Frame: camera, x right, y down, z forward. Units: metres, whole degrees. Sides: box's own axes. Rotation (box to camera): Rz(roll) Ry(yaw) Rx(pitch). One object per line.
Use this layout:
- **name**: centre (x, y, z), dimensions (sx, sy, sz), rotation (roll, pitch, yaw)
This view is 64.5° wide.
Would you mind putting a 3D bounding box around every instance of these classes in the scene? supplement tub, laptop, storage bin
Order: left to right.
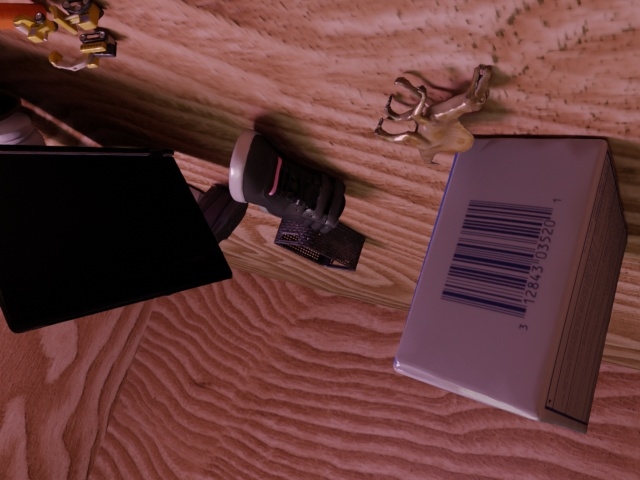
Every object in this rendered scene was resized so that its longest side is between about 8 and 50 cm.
- **supplement tub**: centre (-0.640, -0.152, 1.061), dimensions (0.144, 0.144, 0.199), rotation (15, 130, 18)
- **laptop**: centre (-0.429, -0.040, 0.853), dimensions (0.408, 0.236, 0.382), rotation (5, -171, 34)
- **storage bin**: centre (0.000, 0.000, 1.148), dimensions (0.122, 0.084, 0.180), rotation (6, 165, 47)

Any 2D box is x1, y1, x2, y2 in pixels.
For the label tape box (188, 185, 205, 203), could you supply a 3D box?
- **label tape box**: centre (-0.443, -0.111, 1.247), dimensions (0.249, 0.115, 0.348), rotation (7, 162, 45)

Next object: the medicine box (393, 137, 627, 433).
- **medicine box**: centre (0.241, 0.064, 0.590), dimensions (0.149, 0.263, 0.289), rotation (11, 167, 37)

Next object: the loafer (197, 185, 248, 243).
- **loafer**: centre (-0.261, -0.009, 1.044), dimensions (0.095, 0.302, 0.109), rotation (28, 137, 8)

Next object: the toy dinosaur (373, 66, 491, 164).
- **toy dinosaur**: centre (0.102, -0.106, 0.499), dimensions (0.093, 0.053, 0.183), rotation (23, 164, 2)

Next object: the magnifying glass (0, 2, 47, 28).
- **magnifying glass**: centre (-0.388, -0.215, 0.488), dimensions (0.231, 0.026, 0.092), rotation (-26, 178, -43)

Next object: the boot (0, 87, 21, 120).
- **boot**: centre (-0.667, -0.229, 0.895), dimensions (0.165, 0.077, 0.213), rotation (9, -154, 34)

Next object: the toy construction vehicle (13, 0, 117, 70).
- **toy construction vehicle**: centre (-0.269, -0.218, 0.550), dimensions (0.098, 0.035, 0.086), rotation (-5, 172, 9)

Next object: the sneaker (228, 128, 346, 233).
- **sneaker**: centre (-0.036, -0.083, 0.762), dimensions (0.147, 0.104, 0.296), rotation (14, 175, 9)
